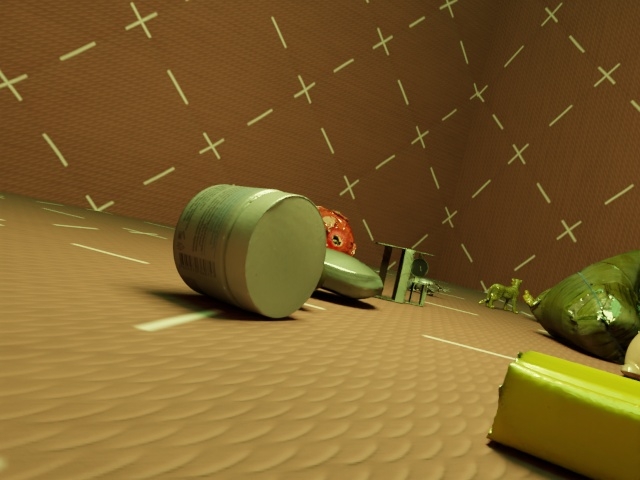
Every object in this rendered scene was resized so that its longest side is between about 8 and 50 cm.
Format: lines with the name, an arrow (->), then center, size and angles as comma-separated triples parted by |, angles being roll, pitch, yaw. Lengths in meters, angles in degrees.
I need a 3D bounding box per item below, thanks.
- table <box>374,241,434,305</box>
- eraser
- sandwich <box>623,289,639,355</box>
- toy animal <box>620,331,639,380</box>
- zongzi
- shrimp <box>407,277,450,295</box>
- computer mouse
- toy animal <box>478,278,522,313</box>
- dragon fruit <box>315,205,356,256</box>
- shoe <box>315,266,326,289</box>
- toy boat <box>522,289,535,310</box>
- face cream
table -> 0.219, 0.094, 1.366 | 0.176, 0.146, 0.062 | 12, 0, -4
eraser -> 0.258, 0.151, 0.394 | 0.226, 0.069, 0.158 | 13, -2, 29
sandwich -> 0.869, 0.260, 1.376 | 0.100, 0.289, 0.254 | 24, -35, 51
toy animal -> 0.691, 0.165, 0.931 | 0.213, 0.256, 0.195 | 24, -5, -21
zongzi -> 0.736, 0.130, 1.220 | 0.159, 0.361, 0.323 | 57, 3, -5
shrimp -> 0.405, 0.179, 1.895 | 0.165, 0.065, 0.056 | 18, 34, 15
computer mouse -> -0.019, 0.054, 1.112 | 0.331, 0.094, 0.197 | 19, -11, 3
toy animal -> 0.724, 0.209, 2.014 | 0.182, 0.136, 0.073 | 12, 1, -19
dragon fruit -> -0.002, 0.006, 1.655 | 0.241, 0.240, 0.252 | 13, 15, -33
shoe -> -0.091, 0.053, 0.939 | 0.275, 0.103, 0.098 | 15, -18, 44
toy boat -> 0.858, 0.265, 1.754 | 0.318, 0.098, 0.141 | 17, 6, 39
face cream -> -0.101, 0.011, 0.733 | 0.153, 0.177, 0.177 | 11, -1, 37
